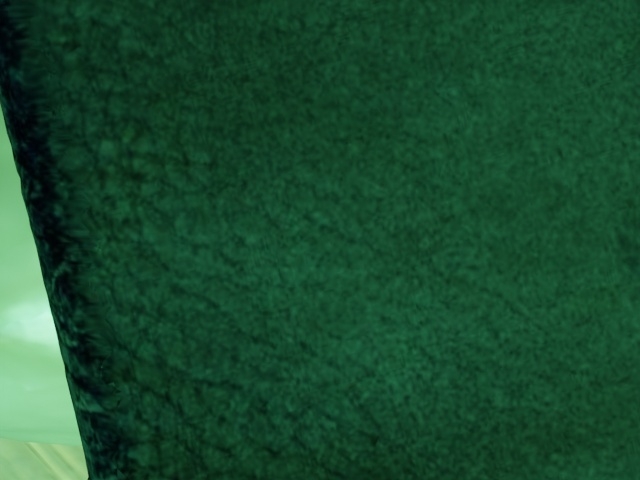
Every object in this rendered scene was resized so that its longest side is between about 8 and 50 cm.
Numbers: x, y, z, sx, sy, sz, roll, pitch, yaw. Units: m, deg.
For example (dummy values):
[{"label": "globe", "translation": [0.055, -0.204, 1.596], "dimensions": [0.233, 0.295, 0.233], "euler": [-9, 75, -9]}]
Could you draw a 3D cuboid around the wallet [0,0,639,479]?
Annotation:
[{"label": "wallet", "translation": [0.007, -0.107, 0.365], "dimensions": [0.190, 0.379, 0.046], "euler": [-15, -177, -6]}]

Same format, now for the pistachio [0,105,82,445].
[{"label": "pistachio", "translation": [-0.051, -0.055, 0.500], "dimensions": [0.331, 0.208, 0.226], "euler": [-25, 100, 14]}]
